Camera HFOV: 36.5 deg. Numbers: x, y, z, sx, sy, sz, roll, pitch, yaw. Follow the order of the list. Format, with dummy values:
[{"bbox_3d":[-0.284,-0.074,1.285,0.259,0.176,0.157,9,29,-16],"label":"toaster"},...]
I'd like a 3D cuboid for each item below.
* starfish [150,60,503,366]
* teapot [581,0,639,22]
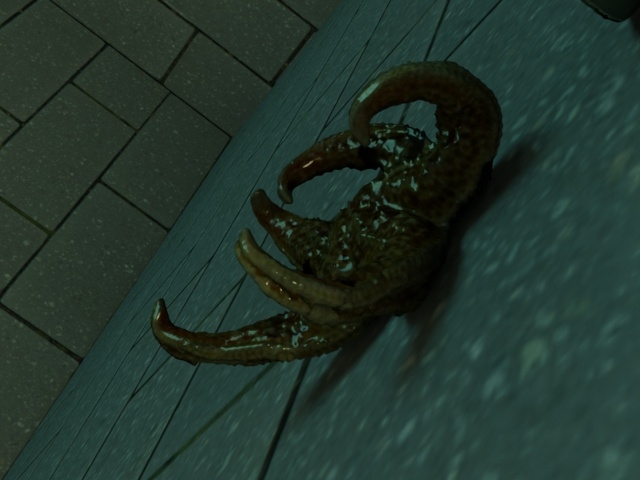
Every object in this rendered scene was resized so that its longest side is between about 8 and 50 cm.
[{"bbox_3d":[-0.001,0.000,0.414,0.146,0.074,0.190,-55,10,-16],"label":"starfish"},{"bbox_3d":[0.120,-0.186,0.335,0.149,0.162,0.239,-37,-13,30],"label":"teapot"}]
